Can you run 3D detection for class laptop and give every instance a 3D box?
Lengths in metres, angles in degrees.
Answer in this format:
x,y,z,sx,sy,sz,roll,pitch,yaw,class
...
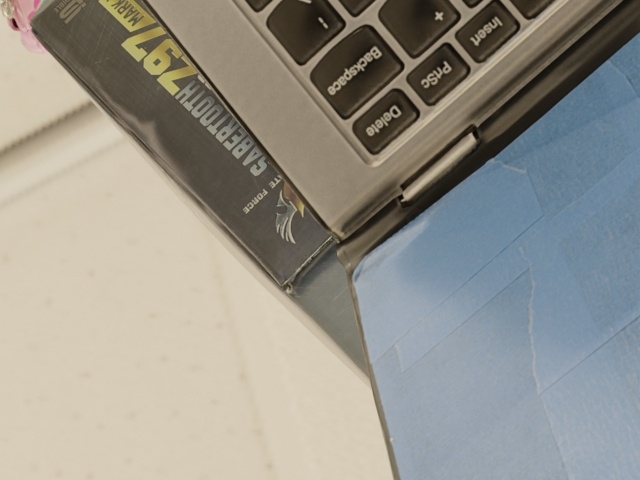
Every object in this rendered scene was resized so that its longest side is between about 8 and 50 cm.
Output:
x,y,z,sx,sy,sz,roll,pitch,yaw,class
0.082,-0.155,0.485,0.382,0.236,0.408,-41,-100,14,laptop

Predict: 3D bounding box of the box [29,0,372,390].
x,y,z,sx,sy,sz,roll,pitch,yaw,class
0.000,0.000,0.802,0.059,0.232,0.183,-45,-126,-2,box

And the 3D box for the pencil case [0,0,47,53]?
x,y,z,sx,sy,sz,roll,pitch,yaw,class
-0.242,-0.290,1.533,0.124,0.124,0.284,-6,-57,31,pencil case
